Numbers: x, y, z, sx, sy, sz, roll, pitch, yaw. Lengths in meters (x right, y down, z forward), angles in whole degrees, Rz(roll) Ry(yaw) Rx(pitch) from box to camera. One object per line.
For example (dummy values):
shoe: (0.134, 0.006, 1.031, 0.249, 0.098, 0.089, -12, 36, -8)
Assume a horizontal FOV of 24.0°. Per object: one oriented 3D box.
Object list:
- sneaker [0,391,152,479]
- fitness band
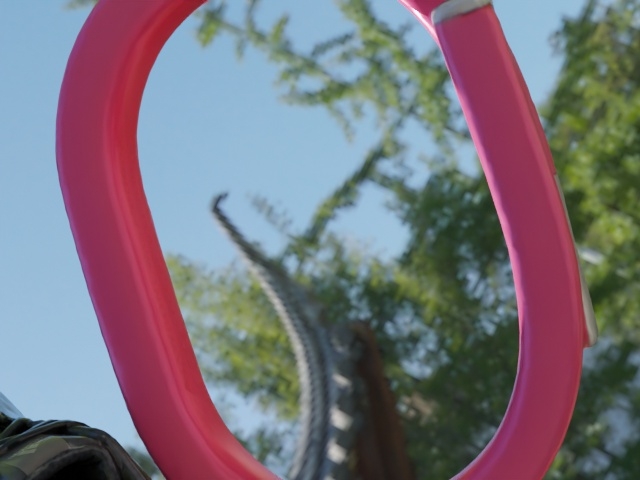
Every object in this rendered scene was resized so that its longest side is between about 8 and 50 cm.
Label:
sneaker: (-0.134, 0.111, 0.663, 0.111, 0.300, 0.121, -38, -27, -38)
fitness band: (0.000, 0.000, 0.650, 0.054, 0.209, 0.290, -11, -96, -79)
